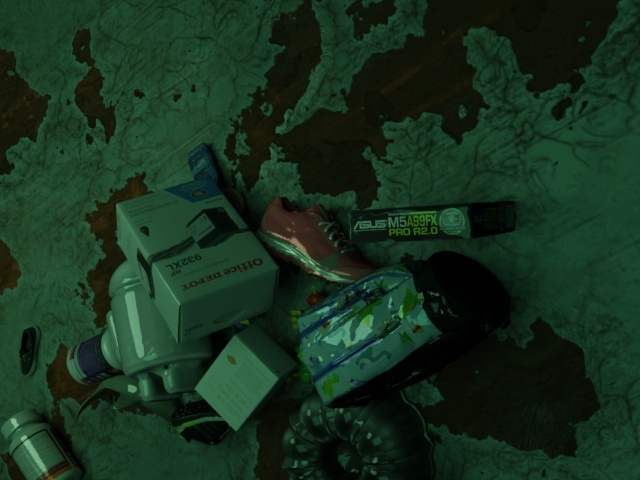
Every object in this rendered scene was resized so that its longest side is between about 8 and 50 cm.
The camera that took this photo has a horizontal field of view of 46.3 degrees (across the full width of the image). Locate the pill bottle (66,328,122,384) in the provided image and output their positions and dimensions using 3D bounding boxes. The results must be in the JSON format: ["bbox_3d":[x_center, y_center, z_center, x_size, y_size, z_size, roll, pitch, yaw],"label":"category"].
[{"bbox_3d":[-0.512,0.273,1.815,0.193,0.108,0.108,-25,80,28],"label":"pill bottle"}]

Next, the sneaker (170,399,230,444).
[{"bbox_3d":[-0.232,0.412,1.702,0.235,0.084,0.097,-13,110,29],"label":"sneaker"}]

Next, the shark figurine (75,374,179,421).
[{"bbox_3d":[-0.470,0.369,1.771,0.278,0.116,0.166,3,118,23],"label":"shark figurine"}]

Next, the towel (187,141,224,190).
[{"bbox_3d":[-0.264,-0.157,1.699,0.067,0.029,0.119,-33,69,27],"label":"towel"}]

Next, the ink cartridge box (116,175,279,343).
[{"bbox_3d":[-0.258,0.031,1.547,0.307,0.223,0.129,51,147,33],"label":"ink cartridge box"}]

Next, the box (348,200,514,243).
[{"bbox_3d":[0.203,-0.034,1.322,0.216,0.270,0.060,-2,92,29],"label":"box"}]

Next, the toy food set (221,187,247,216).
[{"bbox_3d":[-0.202,-0.077,1.682,0.083,0.020,0.083,-13,86,28],"label":"toy food set"}]

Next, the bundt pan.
[{"bbox_3d":[0.056,0.435,1.506,0.331,0.124,0.330,1,92,29],"label":"bundt pan"}]

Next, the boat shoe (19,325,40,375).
[{"bbox_3d":[-0.786,0.297,2.004,0.049,0.040,0.142,17,100,27],"label":"boat shoe"}]

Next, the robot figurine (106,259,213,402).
[{"bbox_3d":[-0.354,0.173,1.661,0.300,0.200,0.353,-22,73,23],"label":"robot figurine"}]

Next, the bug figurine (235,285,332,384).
[{"bbox_3d":[-0.090,0.197,1.604,0.279,0.072,0.216,2,99,24],"label":"bug figurine"}]

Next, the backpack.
[{"bbox_3d":[0.126,0.165,1.362,0.273,0.290,0.355,47,113,17],"label":"backpack"}]

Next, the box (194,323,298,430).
[{"bbox_3d":[-0.154,0.283,1.556,0.130,0.091,0.170,43,114,12],"label":"box"}]

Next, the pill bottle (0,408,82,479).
[{"bbox_3d":[-0.725,0.552,1.936,0.221,0.121,0.121,48,112,19],"label":"pill bottle"}]

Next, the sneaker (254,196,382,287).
[{"bbox_3d":[-0.001,0.000,1.523,0.314,0.116,0.136,23,101,26],"label":"sneaker"}]
